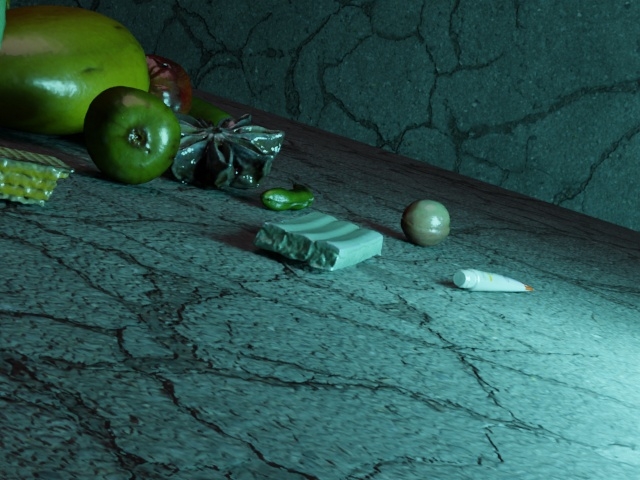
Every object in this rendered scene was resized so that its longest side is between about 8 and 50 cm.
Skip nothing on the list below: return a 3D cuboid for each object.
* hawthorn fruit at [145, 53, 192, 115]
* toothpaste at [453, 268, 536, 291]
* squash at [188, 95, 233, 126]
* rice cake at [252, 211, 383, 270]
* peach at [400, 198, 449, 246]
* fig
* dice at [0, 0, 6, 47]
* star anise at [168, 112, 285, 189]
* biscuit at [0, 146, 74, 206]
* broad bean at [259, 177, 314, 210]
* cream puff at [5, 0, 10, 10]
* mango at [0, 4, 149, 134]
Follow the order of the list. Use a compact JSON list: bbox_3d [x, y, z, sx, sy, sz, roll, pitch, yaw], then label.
[{"bbox_3d":[-0.327,-0.270,2.248,0.173,0.179,0.173,2,49,-2],"label":"hawthorn fruit"},{"bbox_3d":[0.247,0.060,1.647,0.048,0.031,0.190,19,7,37],"label":"toothpaste"},{"bbox_3d":[-0.252,-0.239,2.354,0.101,0.101,0.379,9,10,-32],"label":"squash"},{"bbox_3d":[0.000,0.000,1.543,0.127,0.043,0.237,19,10,18],"label":"rice cake"},{"bbox_3d":[0.170,-0.028,1.878,0.083,0.083,0.083,15,10,-3],"label":"peach"},{"bbox_3d":[-0.278,-0.155,1.711,0.142,0.148,0.186,20,11,-3],"label":"fig"},{"bbox_3d":[-0.572,-0.305,1.317,0.330,0.322,0.318,3,-10,15],"label":"dice"},{"bbox_3d":[-0.179,-0.142,1.899,0.223,0.109,0.236,9,26,6],"label":"star anise"},{"bbox_3d":[-0.478,-0.098,1.309,0.379,0.054,0.094,9,10,-31],"label":"biscuit"},{"bbox_3d":[-0.050,-0.072,1.896,0.069,0.039,0.227,23,9,5],"label":"broad bean"},{"bbox_3d":[-0.779,-0.475,2.412,0.291,0.257,0.324,20,10,5],"label":"cream puff"},{"bbox_3d":[-0.472,-0.291,1.951,0.301,0.220,0.445,22,15,21],"label":"mango"}]
